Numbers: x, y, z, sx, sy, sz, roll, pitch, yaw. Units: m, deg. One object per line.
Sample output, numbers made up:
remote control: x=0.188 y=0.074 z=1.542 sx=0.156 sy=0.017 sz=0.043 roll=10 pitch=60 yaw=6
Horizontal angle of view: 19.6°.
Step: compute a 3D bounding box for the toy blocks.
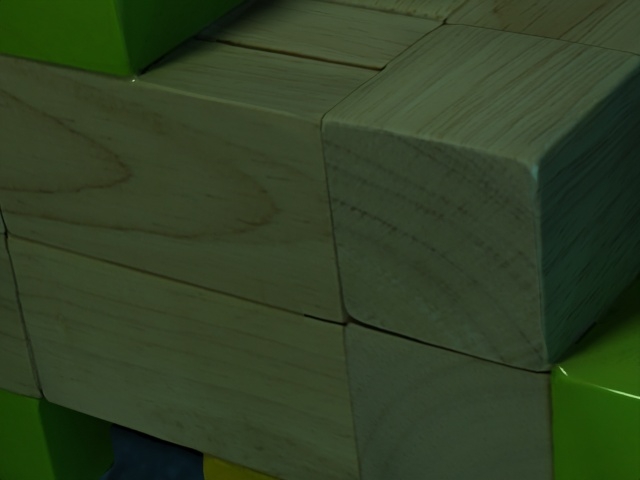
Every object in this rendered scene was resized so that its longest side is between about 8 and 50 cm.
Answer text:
toy blocks: x=-0.002 y=-0.062 z=0.522 sx=0.261 sy=0.381 sz=0.191 roll=-40 pitch=133 yaw=-44
